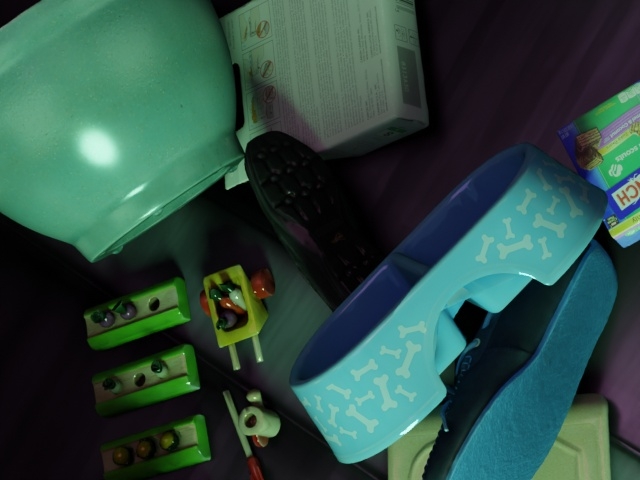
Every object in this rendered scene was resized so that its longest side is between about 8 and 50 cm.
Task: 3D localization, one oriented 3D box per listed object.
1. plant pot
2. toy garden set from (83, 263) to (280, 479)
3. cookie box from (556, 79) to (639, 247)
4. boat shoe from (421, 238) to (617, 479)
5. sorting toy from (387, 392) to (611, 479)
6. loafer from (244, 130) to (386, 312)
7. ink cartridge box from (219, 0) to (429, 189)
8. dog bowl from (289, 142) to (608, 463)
[{"bbox_3d":[-0.192,-0.105,1.366,0.293,0.293,0.196,-34,91,18],"label":"plant pot"},{"bbox_3d":[-0.125,0.146,1.376,0.204,0.049,0.244,-20,69,24],"label":"toy garden set"},{"bbox_3d":[0.257,-0.064,1.221,0.092,0.040,0.107,-32,65,18],"label":"cookie box"},{"bbox_3d":[0.149,0.111,1.193,0.089,0.109,0.258,10,51,43],"label":"boat shoe"},{"bbox_3d":[0.145,0.232,1.216,0.193,0.038,0.208,-8,69,27],"label":"sorting toy"},{"bbox_3d":[0.000,0.000,1.323,0.076,0.078,0.223,-27,67,-21],"label":"loafer"},{"bbox_3d":[-0.005,-0.157,1.397,0.225,0.056,0.181,-22,67,43],"label":"ink cartridge box"},{"bbox_3d":[0.093,0.041,1.178,0.297,0.166,0.074,-45,100,-3],"label":"dog bowl"}]
